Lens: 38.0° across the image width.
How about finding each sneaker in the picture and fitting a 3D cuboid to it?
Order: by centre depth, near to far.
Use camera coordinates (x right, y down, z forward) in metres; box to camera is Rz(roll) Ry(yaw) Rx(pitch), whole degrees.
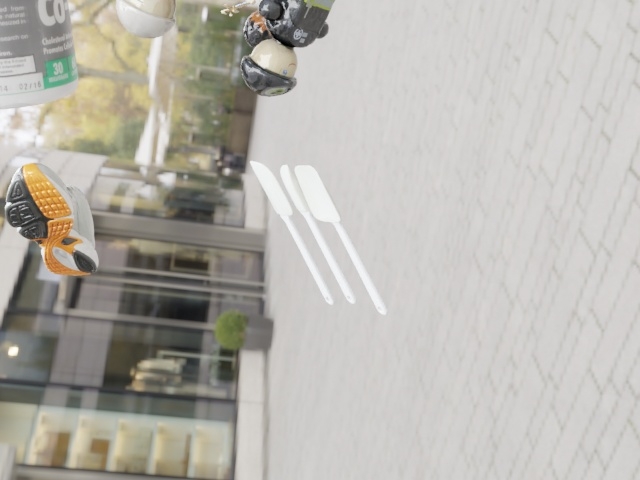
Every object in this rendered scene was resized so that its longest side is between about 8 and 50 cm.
[{"bbox_3d":[-0.411,-0.053,1.430,0.262,0.099,0.121,87,178,-58],"label":"sneaker"}]

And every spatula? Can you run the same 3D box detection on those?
[{"bbox_3d":[0.000,0.000,1.238,0.168,0.019,0.242,6,129,53],"label":"spatula"}]

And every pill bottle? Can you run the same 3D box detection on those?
[{"bbox_3d":[-0.479,-0.388,1.362,0.204,0.204,0.361,-103,10,-68],"label":"pill bottle"}]

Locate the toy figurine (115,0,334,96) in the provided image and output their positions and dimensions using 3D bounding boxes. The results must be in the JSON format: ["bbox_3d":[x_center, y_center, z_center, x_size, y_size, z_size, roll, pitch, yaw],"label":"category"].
[{"bbox_3d":[-0.095,-0.260,0.952,0.148,0.213,0.209,-63,18,20],"label":"toy figurine"}]

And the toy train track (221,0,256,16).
[{"bbox_3d":[-0.174,-0.494,1.981,0.048,0.083,0.014,14,-114,-60],"label":"toy train track"}]
